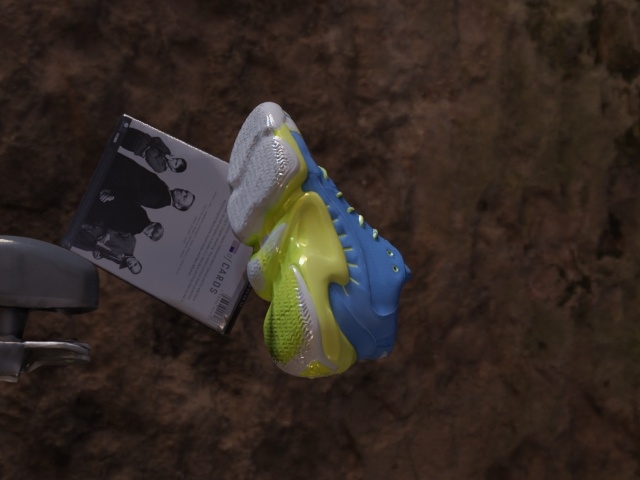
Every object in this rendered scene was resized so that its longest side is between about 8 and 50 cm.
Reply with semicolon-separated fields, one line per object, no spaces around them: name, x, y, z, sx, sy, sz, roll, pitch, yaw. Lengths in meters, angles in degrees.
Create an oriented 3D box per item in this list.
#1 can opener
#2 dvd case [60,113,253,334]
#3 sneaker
can opener;-0.275;0.042;0.494;0.076;0.283;0.095;128;144;-74
dvd case;-0.170;-0.022;0.989;0.179;0.238;0.029;-64;-16;0
sneaker;0.000;0.000;0.698;0.126;0.091;0.240;8;-120;-35
